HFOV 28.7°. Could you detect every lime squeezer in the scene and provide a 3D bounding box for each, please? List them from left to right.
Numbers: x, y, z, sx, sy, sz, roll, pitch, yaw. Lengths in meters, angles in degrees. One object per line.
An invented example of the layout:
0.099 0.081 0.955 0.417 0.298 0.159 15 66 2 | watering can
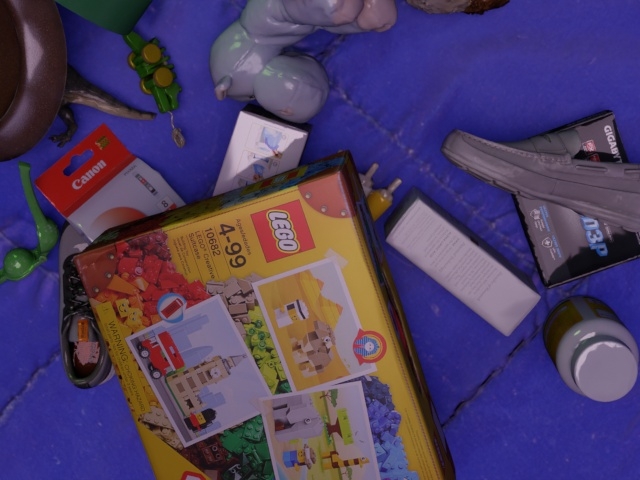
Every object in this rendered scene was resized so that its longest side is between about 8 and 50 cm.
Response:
-0.451 0.015 1.843 0.310 0.110 0.059 -53 57 30 | lime squeezer

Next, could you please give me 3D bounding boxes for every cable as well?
0.000 0.000 1.844 0.139 0.072 0.287 27 101 2 | cable

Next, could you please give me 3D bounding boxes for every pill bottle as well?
0.390 0.158 1.795 0.117 0.208 0.118 0 101 1 | pill bottle

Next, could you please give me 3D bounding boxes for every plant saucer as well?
-0.486 -0.261 1.746 0.310 0.050 0.311 6 103 29 | plant saucer

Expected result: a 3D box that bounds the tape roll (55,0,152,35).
-0.366 -0.395 1.650 0.321 0.321 0.077 35 100 -5 | tape roll

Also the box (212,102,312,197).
-0.093 -0.083 1.808 0.103 0.114 0.203 19 102 -1 | box

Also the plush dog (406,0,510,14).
0.183 -0.412 1.717 0.262 0.211 0.225 25 127 -1 | plush dog

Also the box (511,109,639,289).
0.375 -0.060 1.833 0.175 0.051 0.220 -19 99 6 | box

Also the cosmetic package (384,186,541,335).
0.204 0.028 1.822 0.231 0.117 0.085 36 101 -6 | cosmetic package

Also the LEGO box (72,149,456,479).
-0.061 0.177 1.707 0.372 0.193 0.500 -18 101 8 | LEGO box

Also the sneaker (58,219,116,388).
-0.341 0.090 1.853 0.100 0.108 0.272 -1 97 3 | sneaker

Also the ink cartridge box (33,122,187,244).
-0.303 -0.066 1.824 0.145 0.045 0.179 -43 98 -19 | ink cartridge box

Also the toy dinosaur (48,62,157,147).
-0.381 -0.209 1.811 0.268 0.064 0.118 32 77 -6 | toy dinosaur

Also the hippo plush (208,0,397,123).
-0.066 -0.287 1.700 0.294 0.234 0.237 27 103 1 | hippo plush

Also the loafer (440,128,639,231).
0.326 -0.106 1.749 0.319 0.112 0.112 17 96 -9 | loafer

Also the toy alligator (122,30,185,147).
-0.227 -0.229 1.818 0.051 0.056 0.190 -33 101 -34 | toy alligator
